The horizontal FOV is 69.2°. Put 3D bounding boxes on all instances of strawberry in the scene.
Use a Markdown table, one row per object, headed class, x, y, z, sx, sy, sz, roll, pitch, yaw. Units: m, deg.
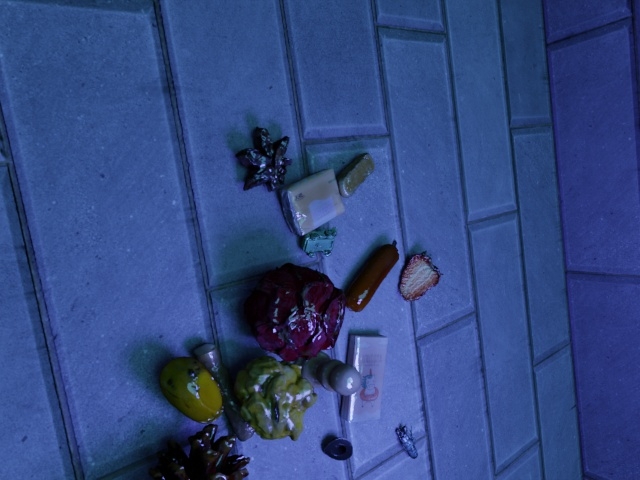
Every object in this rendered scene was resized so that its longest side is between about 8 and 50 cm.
| class | x | y | z | sx | sy | sz | roll | pitch | yaw |
| --- | --- | --- | --- | --- | --- | --- | --- | --- | --- |
| strawberry | 0.405 | 0.154 | 1.982 | 0.208 | 0.087 | 0.167 | -36 | 91 | -4 |

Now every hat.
| class | x | y | z | sx | sy | sz | roll | pitch | yaw |
| --- | --- | --- | --- | --- | --- | --- | --- | --- | --- |
| hat | 0.066 | 0.775 | 1.742 | 0.121 | 0.050 | 0.121 | 0 | 118 | -1 |

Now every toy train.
| class | x | y | z | sx | sy | sz | roll | pitch | yaw |
| --- | --- | --- | --- | --- | --- | --- | --- | --- | --- |
| toy train | 0.000 | 0.000 | 1.677 | 0.149 | 0.081 | 0.099 | -4 | 126 | -25 |

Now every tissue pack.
| class | x | y | z | sx | sy | sz | roll | pitch | yaw |
| --- | --- | --- | --- | --- | --- | --- | --- | --- | --- |
| tissue pack | -0.029 | -0.137 | 1.637 | 0.222 | 0.090 | 0.186 | -30 | 115 | -33 |
| tissue pack | 0.174 | 0.531 | 1.811 | 0.170 | 0.071 | 0.324 | 10 | 85 | -34 |

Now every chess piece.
| class | x | y | z | sx | sy | sz | roll | pitch | yaw |
| --- | --- | --- | --- | --- | --- | --- | --- | --- | --- |
| chess piece | 0.037 | 0.458 | 1.596 | 0.143 | 0.261 | 0.142 | 2 | 86 | -37 |

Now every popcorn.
| class | x | y | z | sx | sy | sz | roll | pitch | yaw |
| --- | --- | --- | --- | --- | --- | --- | --- | --- | --- |
| popcorn | -0.141 | 0.491 | 1.450 | 0.252 | 0.215 | 0.286 | -46 | 121 | -43 |

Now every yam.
| class | x | y | z | sx | sy | sz | roll | pitch | yaw |
| --- | --- | --- | --- | --- | --- | --- | --- | --- | --- |
| yam | -0.296 | 0.475 | 1.464 | 0.081 | 0.081 | 0.356 | -32 | 111 | -31 |

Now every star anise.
| class | x | y | z | sx | sy | sz | roll | pitch | yaw |
| --- | --- | --- | --- | --- | --- | --- | --- | --- | --- |
| star anise | -0.176 | -0.271 | 1.534 | 0.214 | 0.099 | 0.219 | -2 | 91 | -45 |

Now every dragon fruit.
| class | x | y | z | sx | sy | sz | roll | pitch | yaw |
| --- | --- | --- | --- | --- | --- | --- | --- | --- | --- |
| dragon fruit | -0.075 | 0.230 | 1.482 | 0.330 | 0.329 | 0.328 | 0 | 91 | -36 |

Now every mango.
| class | x | y | z | sx | sy | sz | roll | pitch | yaw |
| --- | --- | --- | --- | --- | --- | --- | --- | --- | --- |
| mango | -0.371 | 0.448 | 1.359 | 0.130 | 0.167 | 0.261 | -53 | 130 | -39 |

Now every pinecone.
| class | x | y | z | sx | sy | sz | roll | pitch | yaw |
| --- | --- | --- | --- | --- | --- | --- | --- | --- | --- |
| pinecone | -0.342 | 0.711 | 1.303 | 0.385 | 0.385 | 0.383 | 0 | 91 | -36 |

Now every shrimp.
| class | x | y | z | sx | sy | sz | roll | pitch | yaw |
| --- | --- | --- | --- | --- | --- | --- | --- | --- | --- |
| shrimp | 0.381 | 0.856 | 1.960 | 0.082 | 0.076 | 0.174 | -31 | 107 | -14 |

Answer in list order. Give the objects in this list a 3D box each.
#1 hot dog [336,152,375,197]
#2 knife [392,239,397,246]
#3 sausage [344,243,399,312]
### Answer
| class | x | y | z | sx | sy | sz | roll | pitch | yaw |
| --- | --- | --- | --- | --- | --- | --- | --- | --- | --- |
| hot dog | 0.124 | -0.246 | 1.757 | 0.242 | 0.073 | 0.084 | -51 | 119 | -37 |
| knife | 0.291 | 0.080 | 1.930 | 0.023 | 0.010 | 0.170 | 24 | 78 | -28 |
| sausage | 0.201 | 0.138 | 1.811 | 0.330 | 0.102 | 0.102 | -50 | 117 | -25 |
